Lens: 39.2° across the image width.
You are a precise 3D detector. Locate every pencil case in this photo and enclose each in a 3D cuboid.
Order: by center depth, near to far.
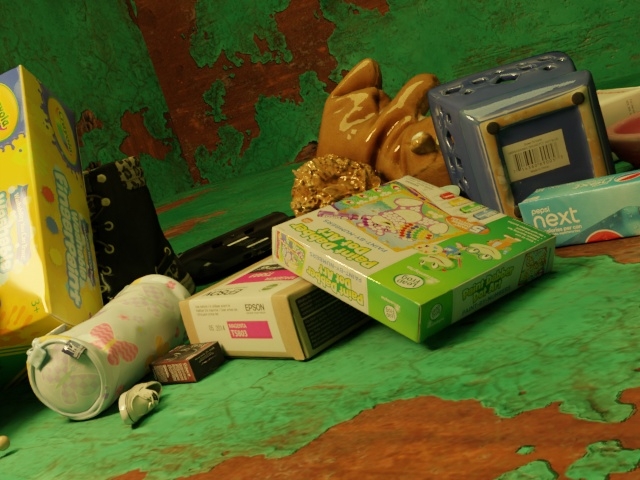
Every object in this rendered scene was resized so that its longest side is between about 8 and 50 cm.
[{"bbox_3d":[-0.274,0.136,1.218,0.124,0.113,0.273,23,22,13],"label":"pencil case"}]

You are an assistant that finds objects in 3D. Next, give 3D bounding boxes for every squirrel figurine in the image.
[{"bbox_3d":[0.133,-0.127,1.673,0.397,0.281,0.370,-41,29,-11],"label":"squirrel figurine"}]

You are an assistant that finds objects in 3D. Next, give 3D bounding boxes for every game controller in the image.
[{"bbox_3d":[-0.159,0.017,1.874,0.319,0.067,0.166,-26,27,-36],"label":"game controller"}]

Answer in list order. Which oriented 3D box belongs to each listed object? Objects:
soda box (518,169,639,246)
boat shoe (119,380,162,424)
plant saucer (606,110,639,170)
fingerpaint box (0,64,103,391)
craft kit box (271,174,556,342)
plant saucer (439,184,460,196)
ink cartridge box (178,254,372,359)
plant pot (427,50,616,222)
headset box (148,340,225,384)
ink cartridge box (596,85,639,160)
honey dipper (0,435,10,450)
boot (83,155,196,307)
[{"bbox_3d":[0.372,-0.043,1.163,0.210,0.071,0.067,-10,14,39],"label":"soda box"},{"bbox_3d":[-0.210,0.189,1.066,0.035,0.035,0.100,-20,3,6],"label":"boat shoe"},{"bbox_3d":[0.622,-0.178,1.415,0.332,0.084,0.332,-18,11,4],"label":"plant saucer"},{"bbox_3d":[-0.548,0.007,1.375,0.371,0.445,0.163,-22,-29,11],"label":"fingerpaint box"},{"bbox_3d":[0.112,0.010,1.097,0.246,0.061,0.250,-25,37,-35],"label":"craft kit box"},{"bbox_3d":[0.150,-0.018,1.446,0.195,0.037,0.195,-34,12,8],"label":"plant saucer"},{"bbox_3d":[-0.042,0.080,1.197,0.234,0.088,0.193,-6,15,47],"label":"ink cartridge box"},{"bbox_3d":[0.318,-0.147,1.392,0.236,0.236,0.212,-17,16,2],"label":"plant pot"},{"bbox_3d":[-0.169,0.158,1.161,0.083,0.032,0.062,-12,11,38],"label":"headset box"},{"bbox_3d":[0.455,-0.189,1.681,0.272,0.115,0.198,-20,11,-8],"label":"ink cartridge box"},{"bbox_3d":[-0.441,0.268,1.048,0.160,0.030,0.030,-25,12,-29],"label":"honey dipper"},{"bbox_3d":[-0.373,0.025,1.509,0.138,0.284,0.377,-12,11,31],"label":"boot"}]
